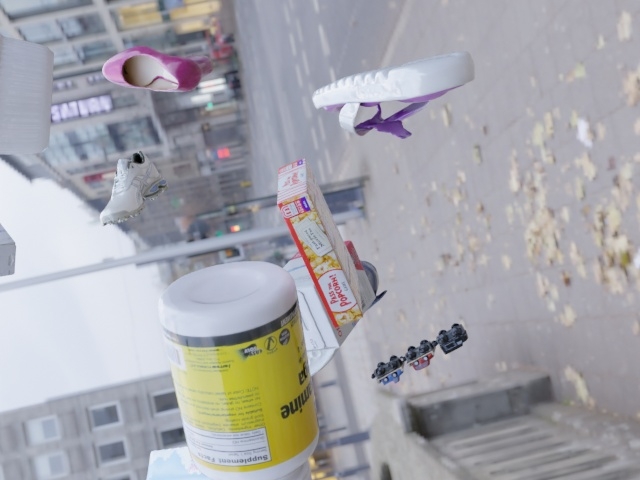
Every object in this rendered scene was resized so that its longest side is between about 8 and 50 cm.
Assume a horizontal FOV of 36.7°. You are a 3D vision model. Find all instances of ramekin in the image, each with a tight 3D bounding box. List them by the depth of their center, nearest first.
[{"bbox_3d":[-0.512,-0.243,1.640,0.207,0.109,0.207,-177,90,-73],"label":"ramekin"}]

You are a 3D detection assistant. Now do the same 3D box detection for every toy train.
[{"bbox_3d":[0.144,0.169,1.403,0.036,0.158,0.027,57,-162,-8],"label":"toy train"}]

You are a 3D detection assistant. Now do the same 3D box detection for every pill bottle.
[{"bbox_3d":[-0.103,0.212,1.337,0.188,0.187,0.334,-114,15,-68],"label":"pill bottle"}]

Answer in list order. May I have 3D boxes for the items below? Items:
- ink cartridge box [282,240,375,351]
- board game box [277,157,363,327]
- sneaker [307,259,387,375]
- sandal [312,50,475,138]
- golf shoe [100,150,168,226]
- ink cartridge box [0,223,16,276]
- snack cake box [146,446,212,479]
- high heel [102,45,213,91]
[{"bbox_3d":[-0.006,0.103,1.733,0.176,0.127,0.128,-47,-60,-54],"label":"ink cartridge box"},{"bbox_3d":[0.000,0.000,1.309,0.147,0.045,0.193,-93,-20,-68],"label":"board game box"},{"bbox_3d":[0.017,0.179,2.220,0.130,0.323,0.236,40,-164,3],"label":"sneaker"},{"bbox_3d":[0.091,-0.188,1.350,0.416,0.169,0.102,-156,52,-78],"label":"sandal"},{"bbox_3d":[-0.309,-0.082,1.521,0.086,0.069,0.176,66,-158,-18],"label":"golf shoe"},{"bbox_3d":[-0.756,0.018,2.248,0.122,0.052,0.089,38,127,41],"label":"ink cartridge box"},{"bbox_3d":[-0.205,0.451,1.861,0.264,0.152,0.089,-19,58,48],"label":"snack cake box"},{"bbox_3d":[-0.326,-0.307,1.795,0.117,0.244,0.082,-46,-41,-55],"label":"high heel"}]
